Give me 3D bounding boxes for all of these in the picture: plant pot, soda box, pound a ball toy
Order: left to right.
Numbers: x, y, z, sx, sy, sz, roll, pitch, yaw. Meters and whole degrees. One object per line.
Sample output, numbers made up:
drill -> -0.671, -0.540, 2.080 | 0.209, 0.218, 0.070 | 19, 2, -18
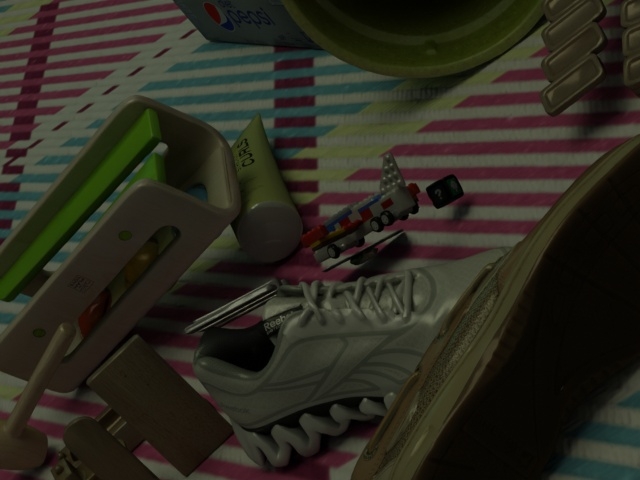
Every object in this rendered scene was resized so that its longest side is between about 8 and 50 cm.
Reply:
pound a ball toy -> -0.199, 0.055, 1.722 | 0.319, 0.136, 0.208 | -47, 36, 30
soda box -> -0.061, -0.282, 2.081 | 0.098, 0.091, 0.286 | -50, 27, -14
plant pot -> 0.091, -0.320, 1.786 | 0.276, 0.276, 0.254 | -36, 15, 14

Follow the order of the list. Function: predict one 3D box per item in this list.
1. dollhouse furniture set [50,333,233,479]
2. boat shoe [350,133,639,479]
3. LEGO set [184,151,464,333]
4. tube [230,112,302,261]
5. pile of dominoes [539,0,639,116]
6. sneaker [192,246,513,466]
dollhouse furniture set -> -0.184, 0.143, 1.588 | 0.144, 0.123, 0.151 | -43, 27, -1
boat shoe -> 0.138, 0.058, 1.278 | 0.341, 0.121, 0.110 | -51, 28, -13
LEGO set -> 0.000, 0.000, 1.518 | 0.244, 0.060, 0.182 | -28, -3, 4
tube -> -0.069, -0.050, 1.793 | 0.070, 0.062, 0.240 | -14, 24, -5
pile of dominoes -> 0.270, -0.221, 1.523 | 0.196, 0.040, 0.251 | -22, 49, 35
sneaker -> 0.030, 0.073, 1.411 | 0.292, 0.118, 0.110 | -27, 29, 26
